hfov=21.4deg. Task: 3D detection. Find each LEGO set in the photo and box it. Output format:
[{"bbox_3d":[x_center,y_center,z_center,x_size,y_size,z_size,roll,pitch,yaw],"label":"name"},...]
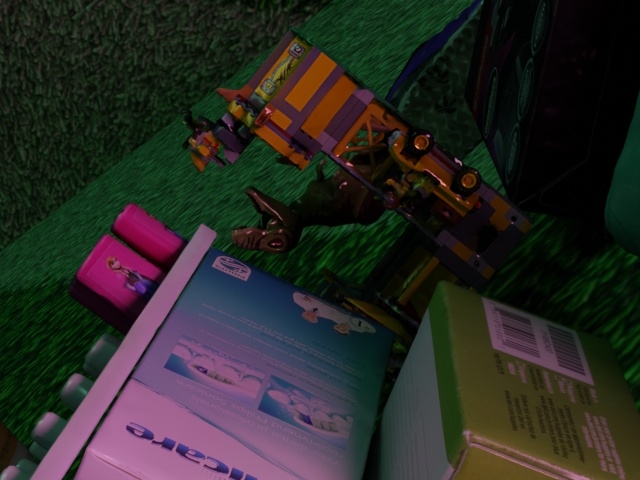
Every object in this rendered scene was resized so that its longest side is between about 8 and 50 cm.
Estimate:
[{"bbox_3d":[0.000,0.000,1.137,0.192,0.255,0.331,-51,11,2],"label":"LEGO set"}]

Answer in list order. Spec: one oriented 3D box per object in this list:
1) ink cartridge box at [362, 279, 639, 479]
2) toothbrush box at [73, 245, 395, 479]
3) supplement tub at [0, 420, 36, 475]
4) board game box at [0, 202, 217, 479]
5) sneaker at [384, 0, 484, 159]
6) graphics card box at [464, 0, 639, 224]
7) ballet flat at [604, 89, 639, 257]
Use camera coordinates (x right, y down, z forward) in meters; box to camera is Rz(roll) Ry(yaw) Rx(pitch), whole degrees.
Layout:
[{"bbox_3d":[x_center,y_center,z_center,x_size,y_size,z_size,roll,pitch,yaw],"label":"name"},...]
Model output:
[{"bbox_3d":[0.056,0.174,0.806,0.189,0.097,0.255,-86,17,-71],"label":"ink cartridge box"},{"bbox_3d":[-0.068,0.160,0.870,0.295,0.126,0.216,-71,5,-71],"label":"toothbrush box"},{"bbox_3d":[-0.378,0.194,1.399,0.228,0.316,0.228,-38,13,11],"label":"supplement tub"},{"bbox_3d":[-0.206,0.197,0.753,0.390,0.050,0.390,-55,3,26],"label":"board game box"},{"bbox_3d":[0.158,-0.190,1.644,0.293,0.102,0.146,-43,13,-12],"label":"sneaker"},{"bbox_3d":[0.187,-0.172,1.279,0.371,0.094,0.233,-95,15,-72],"label":"graphics card box"},{"bbox_3d":[0.238,-0.106,1.028,0.087,0.083,0.247,14,94,54],"label":"ballet flat"}]
